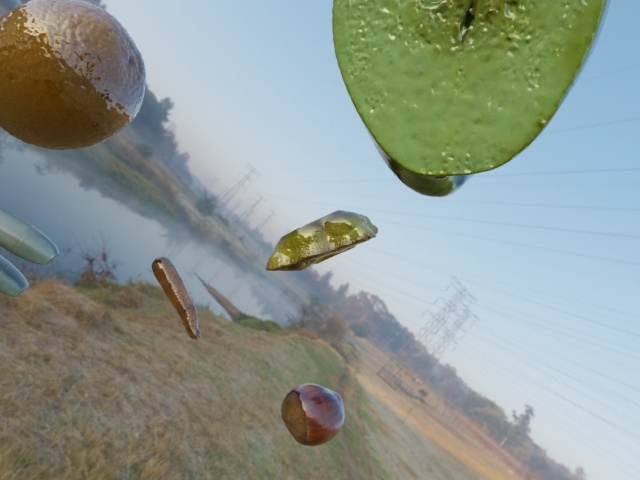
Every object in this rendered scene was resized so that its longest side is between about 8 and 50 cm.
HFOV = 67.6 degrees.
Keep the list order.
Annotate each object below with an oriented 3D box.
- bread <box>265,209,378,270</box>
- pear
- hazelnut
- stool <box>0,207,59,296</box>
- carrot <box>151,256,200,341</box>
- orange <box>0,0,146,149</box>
[{"bbox_3d":[0.000,0.000,0.973,0.160,0.232,0.088,11,57,-81],"label":"bread"},{"bbox_3d":[0.160,-0.182,0.549,0.292,0.293,0.159,41,21,14],"label":"pear"},{"bbox_3d":[-0.009,0.222,0.620,0.086,0.086,0.086,42,-6,6],"label":"hazelnut"},{"bbox_3d":[-0.522,0.024,0.666,0.195,0.195,0.199,-32,-70,37],"label":"stool"},{"bbox_3d":[-0.357,0.144,1.205,0.248,0.059,0.059,57,-2,16],"label":"carrot"},{"bbox_3d":[-0.585,-0.366,1.075,0.322,0.356,0.323,-15,90,-81],"label":"orange"}]
